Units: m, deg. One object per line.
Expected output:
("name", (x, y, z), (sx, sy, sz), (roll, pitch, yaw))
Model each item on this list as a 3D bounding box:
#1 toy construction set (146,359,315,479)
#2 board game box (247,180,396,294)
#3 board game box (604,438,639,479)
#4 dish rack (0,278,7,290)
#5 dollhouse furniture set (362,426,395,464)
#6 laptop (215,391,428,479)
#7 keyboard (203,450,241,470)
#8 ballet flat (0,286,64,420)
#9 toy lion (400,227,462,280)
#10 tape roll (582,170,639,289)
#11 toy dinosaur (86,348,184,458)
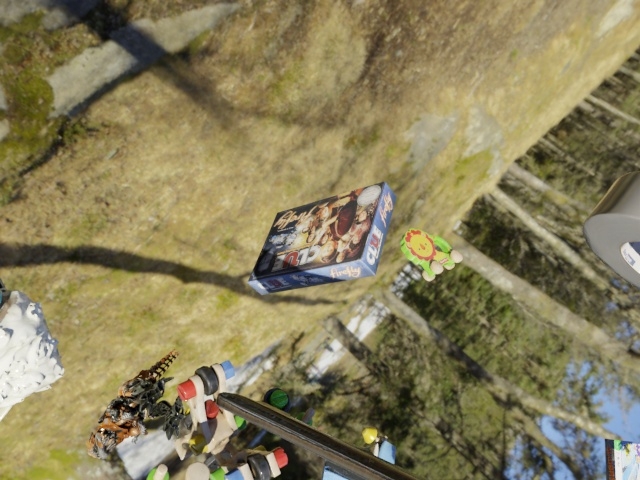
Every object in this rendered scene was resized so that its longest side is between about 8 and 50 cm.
("toy construction set", (-0.212, 0.421, 1.028), (0.309, 0.257, 0.237), (-49, 172, -49))
("board game box", (0.000, 0.000, 0.894), (0.243, 0.042, 0.165), (-14, -137, 37))
("board game box", (0.725, 0.567, 1.218), (0.035, 0.136, 0.201), (128, -31, -71))
("dish rack", (-0.509, 0.154, 0.717), (0.074, 0.208, 0.271), (-27, -177, 4))
("dollhouse furniture set", (0.009, 0.624, 1.351), (0.286, 0.198, 0.303), (-28, -148, 38))
("laptop", (0.108, 0.343, 0.444), (0.236, 0.381, 0.408), (-66, 149, -18))
("keyboard", (-0.233, 0.597, 1.413), (0.108, 0.023, 0.180), (-42, 134, 7))
("ballet flat", (-0.446, 0.201, 0.523), (0.408, 0.147, 0.147), (-31, 162, -8))
("toy lion", (0.191, 0.017, 0.944), (0.100, 0.096, 0.034), (-21, 159, -40))
("tape roll", (0.446, 0.010, 0.656), (0.072, 0.219, 0.219), (-51, 165, -5))
("toy dinosaur", (-0.488, 0.428, 1.426), (0.164, 0.218, 0.322), (41, 55, -46))
